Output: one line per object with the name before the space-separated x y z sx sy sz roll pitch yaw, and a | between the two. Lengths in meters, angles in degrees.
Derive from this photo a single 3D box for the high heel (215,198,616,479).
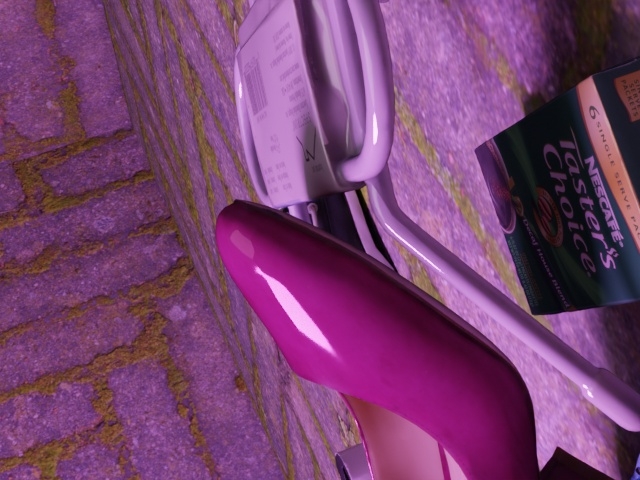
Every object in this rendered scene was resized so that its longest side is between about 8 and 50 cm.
high heel | 0.043 0.143 0.639 0.377 0.181 0.127 43 170 -27

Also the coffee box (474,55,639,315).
coffee box | 0.142 -0.021 0.624 0.184 0.040 0.113 153 98 -78

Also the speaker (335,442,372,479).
speaker | 0.082 0.177 0.973 0.055 0.136 0.055 160 90 -78

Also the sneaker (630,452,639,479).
sneaker | 0.184 0.158 0.638 0.063 0.073 0.162 -124 19 -50

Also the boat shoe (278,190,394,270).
boat shoe | 0.000 0.000 1.167 0.114 0.091 0.303 90 157 -57

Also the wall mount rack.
wall mount rack | 0.046 -0.041 0.652 0.350 0.130 0.304 175 82 -78
